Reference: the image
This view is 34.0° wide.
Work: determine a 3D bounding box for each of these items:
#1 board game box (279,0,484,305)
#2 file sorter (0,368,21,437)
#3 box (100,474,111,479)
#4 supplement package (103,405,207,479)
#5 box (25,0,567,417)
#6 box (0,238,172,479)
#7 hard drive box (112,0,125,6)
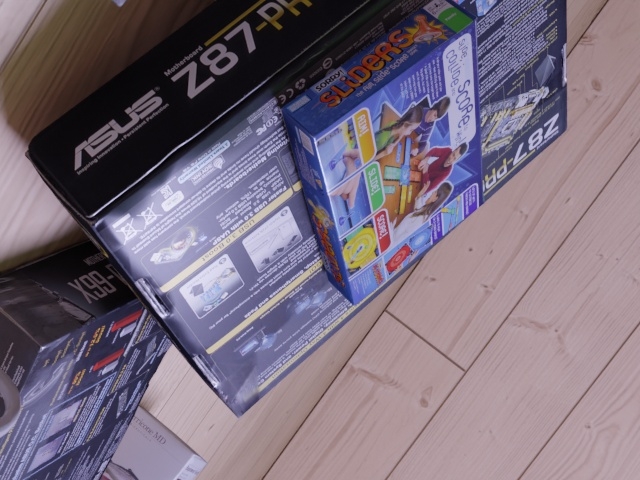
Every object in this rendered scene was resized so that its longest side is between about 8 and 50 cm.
[{"bbox_3d":[0.052,-0.054,0.723,0.136,0.035,0.201,-37,148,-15],"label":"board game box"},{"bbox_3d":[-0.295,0.147,0.474,0.278,0.173,0.193,-57,166,21],"label":"file sorter"},{"bbox_3d":[-0.239,0.345,1.004,0.117,0.243,0.213,-61,171,25],"label":"box"},{"bbox_3d":[-0.238,0.299,1.255,0.179,0.105,0.105,-51,167,-11],"label":"supplement package"},{"bbox_3d":[0.021,-0.077,0.788,0.395,0.097,0.318,-41,147,-10],"label":"box"},{"bbox_3d":[-0.235,0.140,0.893,0.307,0.076,0.242,-60,166,27],"label":"box"},{"bbox_3d":[-0.056,-0.194,0.392,0.181,0.089,0.232,-53,-166,0],"label":"hard drive box"}]
